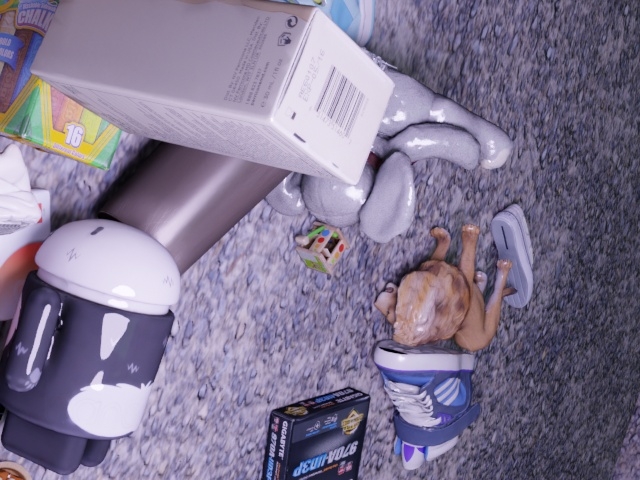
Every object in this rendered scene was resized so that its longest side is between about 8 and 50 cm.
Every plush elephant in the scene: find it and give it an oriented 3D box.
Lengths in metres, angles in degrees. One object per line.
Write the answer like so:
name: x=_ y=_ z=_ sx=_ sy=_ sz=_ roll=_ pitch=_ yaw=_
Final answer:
plush elephant: x=0.075 y=-0.115 z=1.545 sx=0.330 sy=0.272 sz=0.255 roll=21 pitch=96 yaw=-56

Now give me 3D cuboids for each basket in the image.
basket: x=-0.155 y=-0.069 z=1.338 sx=0.154 sy=0.204 sz=0.227 roll=44 pitch=69 yaw=-5

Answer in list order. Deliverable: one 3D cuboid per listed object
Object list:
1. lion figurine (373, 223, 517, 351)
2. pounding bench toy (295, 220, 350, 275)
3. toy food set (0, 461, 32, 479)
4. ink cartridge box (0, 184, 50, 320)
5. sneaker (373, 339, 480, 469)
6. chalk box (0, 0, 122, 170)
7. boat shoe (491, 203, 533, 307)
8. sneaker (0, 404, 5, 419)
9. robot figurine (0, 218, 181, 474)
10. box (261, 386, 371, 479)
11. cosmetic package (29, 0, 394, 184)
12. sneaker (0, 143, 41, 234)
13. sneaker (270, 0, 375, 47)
lion figurine: x=0.259 y=0.122 z=1.965 sx=0.392 sy=0.142 sz=0.240 roll=33 pitch=63 yaw=-46
pounding bench toy: x=0.000 y=0.000 z=1.659 sx=0.065 sy=0.052 sz=0.083 roll=-56 pitch=141 yaw=-22
toy food set: x=-0.392 y=0.332 z=1.283 sx=0.192 sy=0.038 sz=0.132 roll=36 pitch=75 yaw=-53
ink cartridge box: x=-0.379 y=0.023 z=1.176 sx=0.179 sy=0.045 sz=0.145 roll=-20 pitch=118 yaw=-51
sneaker: x=0.182 y=0.312 z=1.957 sx=0.323 sy=0.130 sz=0.236 roll=13 pitch=89 yaw=-60
chalk box: x=-0.278 y=-0.202 z=1.143 sx=0.132 sy=0.132 sz=0.213 roll=20 pitch=88 yaw=-55
boat shoe: x=0.408 y=0.031 z=2.184 sx=0.076 sy=0.083 sz=0.226 roll=-39 pitch=132 yaw=-36
sneaker: x=-0.426 y=0.158 z=1.143 sx=0.090 sy=0.081 sz=0.232 roll=-64 pitch=150 yaw=-17
robot figurine: x=-0.263 y=0.113 z=1.191 sx=0.173 sy=0.209 sz=0.278 roll=17 pitch=94 yaw=-21
box: x=-0.008 y=0.352 z=1.790 sx=0.220 sy=0.051 sz=0.175 roll=-6 pitch=108 yaw=-52
cosmetic package: x=-0.106 y=-0.155 z=1.018 sx=0.160 sy=0.309 sz=0.113 roll=33 pitch=76 yaw=-56
sneaker: x=-0.406 y=-0.061 z=1.087 sx=0.232 sy=0.090 sz=0.115 roll=-1 pitch=72 yaw=-41
sneaker: x=-0.019 y=-0.362 z=1.412 sx=0.208 sy=0.127 sz=0.319 roll=-39 pitch=137 yaw=-38
